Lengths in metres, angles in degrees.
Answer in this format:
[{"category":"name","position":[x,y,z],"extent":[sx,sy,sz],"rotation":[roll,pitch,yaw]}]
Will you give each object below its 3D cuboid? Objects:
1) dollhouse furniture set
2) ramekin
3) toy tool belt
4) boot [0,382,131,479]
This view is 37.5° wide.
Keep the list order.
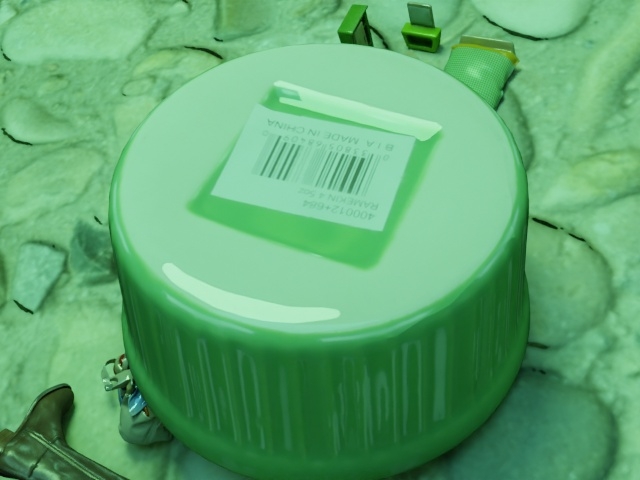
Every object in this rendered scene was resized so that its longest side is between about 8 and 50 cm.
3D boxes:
[{"category":"dollhouse furniture set","position":[0.096,-0.171,0.839],"extent":[0.151,0.059,0.076],"rotation":[15,61,24]},{"category":"ramekin","position":[0.000,0.000,0.654],"extent":[0.303,0.148,0.304],"rotation":[-2,50,2]},{"category":"toy tool belt","position":[-0.132,0.107,0.703],"extent":[0.052,0.051,0.083],"rotation":[-6,48,-29]},{"category":"boot","position":[-0.171,0.160,0.688],"extent":[0.114,0.037,0.106],"rotation":[24,30,9]}]
